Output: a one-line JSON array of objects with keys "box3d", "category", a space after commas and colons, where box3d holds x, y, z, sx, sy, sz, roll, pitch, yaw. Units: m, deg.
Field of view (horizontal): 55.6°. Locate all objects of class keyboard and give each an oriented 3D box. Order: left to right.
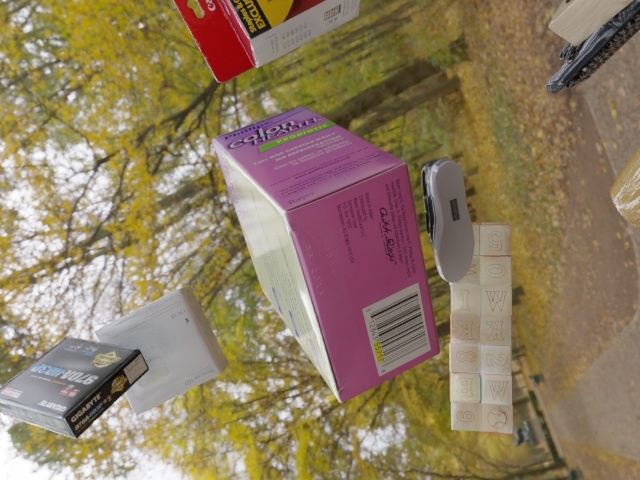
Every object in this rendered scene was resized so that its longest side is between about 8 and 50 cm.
[{"box3d": [0.448, -0.325, 0.888, 0.033, 0.201, 0.317, 59, 149, 16], "category": "keyboard"}]

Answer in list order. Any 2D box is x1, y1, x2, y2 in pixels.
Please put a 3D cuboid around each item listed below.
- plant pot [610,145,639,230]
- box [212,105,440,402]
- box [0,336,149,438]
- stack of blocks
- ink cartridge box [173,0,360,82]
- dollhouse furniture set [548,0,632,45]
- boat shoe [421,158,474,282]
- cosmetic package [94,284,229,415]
[{"box3d": [0.694, -0.133, 1.146, 0.237, 0.254, 0.237, 18, -131, -22], "category": "plant pot"}, {"box3d": [0.000, 0.000, 0.635, 0.243, 0.117, 0.214, 43, 153, 57], "category": "box"}, {"box3d": [-0.444, 0.253, 1.081, 0.175, 0.220, 0.051, -45, -52, -45], "category": "box"}, {"box3d": [0.245, 0.120, 0.934, 0.171, 0.087, 0.297, -16, -75, -76], "category": "stack of blocks"}, {"box3d": [-0.123, -0.458, 0.982, 0.309, 0.271, 0.130, 61, 177, 3], "category": "ink cartridge box"}, {"box3d": [0.171, -0.234, 0.388, 0.123, 0.151, 0.144, 34, 166, -3], "category": "dollhouse furniture set"}, {"box3d": [0.141, -0.024, 0.684, 0.040, 0.049, 0.142, -151, 51, -64], "category": "boat shoe"}, {"box3d": [-0.374, 0.258, 1.452, 0.225, 0.224, 0.138, 63, 179, -1], "category": "cosmetic package"}]
